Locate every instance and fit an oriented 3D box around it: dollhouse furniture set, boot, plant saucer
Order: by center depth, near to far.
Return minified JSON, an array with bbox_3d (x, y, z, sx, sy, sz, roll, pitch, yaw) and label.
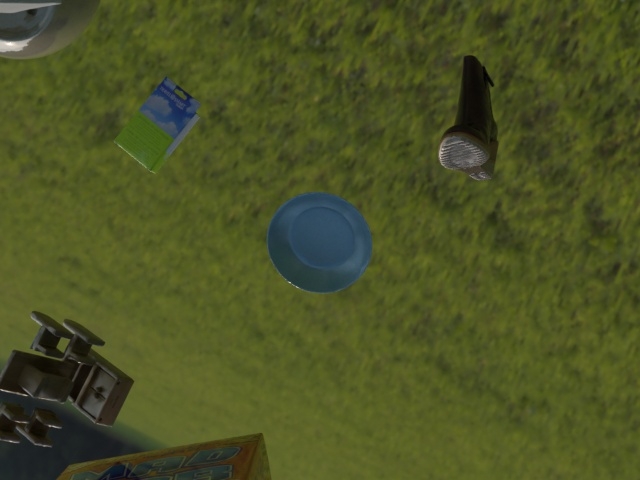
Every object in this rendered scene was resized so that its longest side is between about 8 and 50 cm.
[{"bbox_3d":[0.256,-0.228,1.890,0.090,0.206,0.248,-6,168,19],"label":"boot"},{"bbox_3d":[-0.491,0.245,1.957,0.161,0.212,0.242,27,-179,38],"label":"dollhouse furniture set"},{"bbox_3d":[0.000,0.000,1.961,0.195,0.194,0.037,26,-160,0],"label":"plant saucer"}]

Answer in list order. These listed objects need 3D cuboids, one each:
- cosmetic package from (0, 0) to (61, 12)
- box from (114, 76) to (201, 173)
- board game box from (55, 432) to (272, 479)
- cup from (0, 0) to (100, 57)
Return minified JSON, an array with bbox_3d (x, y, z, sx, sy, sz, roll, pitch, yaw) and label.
[{"bbox_3d":[-0.435,-0.359,1.406,0.086,0.117,0.231,-7,-171,13],"label":"cosmetic package"},{"bbox_3d":[-0.340,-0.245,2.275,0.109,0.178,0.042,39,180,11],"label":"box"},{"bbox_3d":[-0.248,0.552,1.734,0.357,0.356,0.356,-10,-176,2],"label":"board game box"},{"bbox_3d":[-0.579,-0.484,2.028,0.331,0.331,0.237,32,-167,-21],"label":"cup"}]
